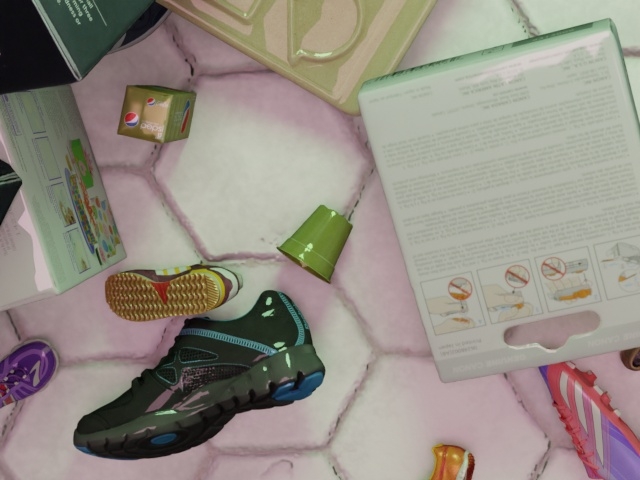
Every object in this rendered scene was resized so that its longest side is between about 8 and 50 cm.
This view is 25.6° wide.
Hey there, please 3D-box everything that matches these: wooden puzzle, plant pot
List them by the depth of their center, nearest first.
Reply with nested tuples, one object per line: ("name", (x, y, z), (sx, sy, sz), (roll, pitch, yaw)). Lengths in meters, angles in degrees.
("wooden puzzle", (-0.015, -0.371, 1.737), (0.348, 0.080, 0.322), (30, 97, -7))
("plant pot", (0.000, 0.000, 1.792), (0.083, 0.083, 0.079), (34, 85, -1))

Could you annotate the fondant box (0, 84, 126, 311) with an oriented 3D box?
("fondant box", (-0.343, -0.059, 1.671), (0.096, 0.330, 0.238), (-17, 95, 8))

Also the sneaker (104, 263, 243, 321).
("sneaker", (-0.188, 0.066, 1.813), (0.185, 0.084, 0.069), (0, 98, 29))

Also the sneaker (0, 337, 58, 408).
("sneaker", (-0.414, 0.192, 1.831), (0.170, 0.071, 0.068), (-36, 93, 5))

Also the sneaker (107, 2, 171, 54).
("sneaker", (-0.298, -0.269, 1.736), (0.282, 0.153, 0.099), (-30, 93, 5))

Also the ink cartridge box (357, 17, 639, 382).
("ink cartridge box", (0.244, -0.042, 1.694), (0.308, 0.091, 0.385), (-13, 105, 16))

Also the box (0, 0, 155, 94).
("box", (-0.310, -0.345, 1.521), (0.294, 0.395, 0.212), (-4, 127, 33))

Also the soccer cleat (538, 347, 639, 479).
("soccer cleat", (0.349, 0.246, 1.795), (0.095, 0.083, 0.248), (-42, 95, 11))

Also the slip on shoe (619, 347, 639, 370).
("slip on shoe", (0.443, 0.121, 1.793), (0.135, 0.041, 0.051), (-31, 93, 6))

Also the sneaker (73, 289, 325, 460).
("sneaker", (-0.164, 0.180, 1.812), (0.341, 0.125, 0.139), (-22, 68, 7))

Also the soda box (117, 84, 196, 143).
("soda box", (-0.198, -0.156, 1.728), (0.058, 0.181, 0.061), (12, 97, 2))

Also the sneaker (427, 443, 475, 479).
("sneaker", (0.150, 0.348, 1.831), (0.067, 0.064, 0.175), (16, 91, 21))

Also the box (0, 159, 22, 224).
("box", (-0.568, 0.092, 1.306), (0.297, 0.472, 0.480), (28, 98, 1))
